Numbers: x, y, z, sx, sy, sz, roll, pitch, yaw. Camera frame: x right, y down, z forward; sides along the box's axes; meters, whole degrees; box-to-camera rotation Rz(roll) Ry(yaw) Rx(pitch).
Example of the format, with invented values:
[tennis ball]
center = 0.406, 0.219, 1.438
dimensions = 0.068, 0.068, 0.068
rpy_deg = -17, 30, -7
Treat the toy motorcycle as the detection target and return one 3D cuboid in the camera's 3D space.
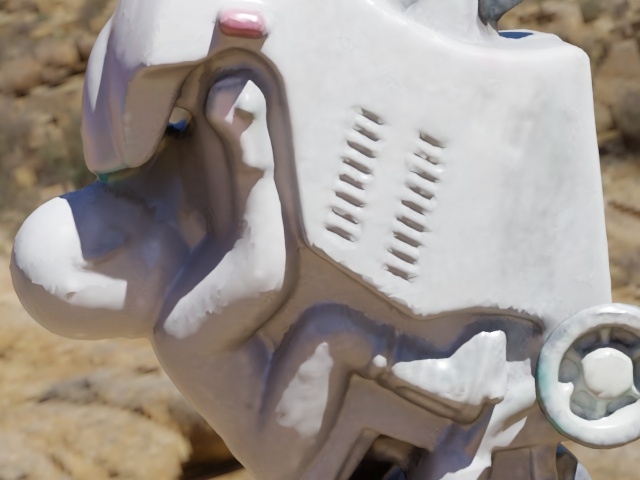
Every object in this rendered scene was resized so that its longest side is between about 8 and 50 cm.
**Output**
[toy motorcycle]
center = 0.000, 0.000, 0.488
dimensions = 0.171, 0.260, 0.110
rpy_deg = -5, 13, -6
